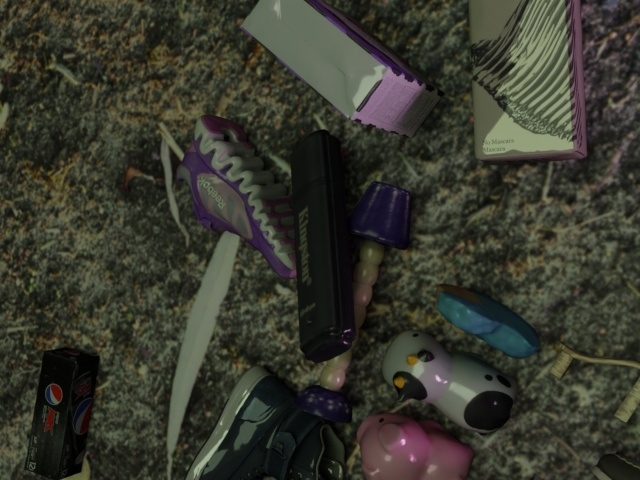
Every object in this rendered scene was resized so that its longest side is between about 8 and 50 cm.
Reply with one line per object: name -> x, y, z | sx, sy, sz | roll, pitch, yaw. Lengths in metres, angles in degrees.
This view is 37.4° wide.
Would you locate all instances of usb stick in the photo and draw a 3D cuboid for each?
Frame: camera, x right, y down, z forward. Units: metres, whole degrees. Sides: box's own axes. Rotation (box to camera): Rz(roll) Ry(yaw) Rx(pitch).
usb stick -> 0.000, 0.000, 1.066 | 0.077, 0.045, 0.278 | -33, 49, 39

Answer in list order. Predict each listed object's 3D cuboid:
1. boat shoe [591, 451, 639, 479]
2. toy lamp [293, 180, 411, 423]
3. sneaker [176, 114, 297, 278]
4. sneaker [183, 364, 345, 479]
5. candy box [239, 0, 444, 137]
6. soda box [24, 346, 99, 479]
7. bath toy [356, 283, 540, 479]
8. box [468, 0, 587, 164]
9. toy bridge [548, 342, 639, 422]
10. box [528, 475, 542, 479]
boat shoe -> 0.434, 0.286, 0.922 | 0.335, 0.112, 0.095 | 31, 89, 15
toy lamp -> 0.041, 0.068, 1.087 | 0.080, 0.080, 0.274 | 17, 88, 22
sneaker -> -0.098, -0.039, 1.156 | 0.104, 0.095, 0.236 | -45, 69, 24
sneaker -> -0.068, 0.288, 1.141 | 0.163, 0.086, 0.226 | 30, 101, 23
candy box -> 0.030, -0.196, 1.037 | 0.165, 0.196, 0.070 | 42, 106, 17
soda box -> -0.349, 0.233, 1.280 | 0.060, 0.053, 0.168 | 13, 96, 22
bath toy -> 0.108, 0.224, 1.044 | 0.151, 0.129, 0.348 | 27, 101, 21
box -> 0.221, -0.222, 1.010 | 0.113, 0.094, 0.275 | -4, 89, 23
toy bridge -> 0.334, 0.163, 1.000 | 0.188, 0.026, 0.063 | 34, 101, 20
box -> 0.165, 0.382, 0.947 | 0.127, 0.262, 0.231 | 42, 105, 17
